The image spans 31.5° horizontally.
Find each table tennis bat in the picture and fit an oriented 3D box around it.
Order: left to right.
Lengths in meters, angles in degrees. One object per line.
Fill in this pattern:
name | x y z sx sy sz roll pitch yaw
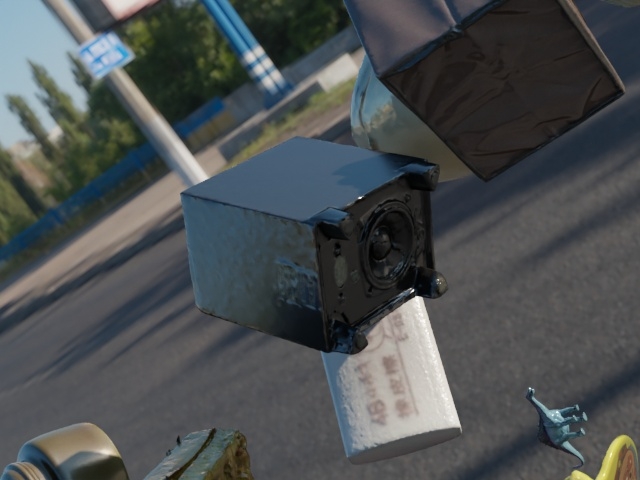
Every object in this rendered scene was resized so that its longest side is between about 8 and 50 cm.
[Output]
table tennis bat | 0.466 0.420 1.849 0.054 0.369 0.224 7 77 31

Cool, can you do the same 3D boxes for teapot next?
teapot | -0.380 0.375 1.632 0.175 0.185 0.268 -20 10 -38

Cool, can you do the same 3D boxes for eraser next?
eraser | 0.094 0.187 1.720 0.174 0.270 0.095 -17 -25 5

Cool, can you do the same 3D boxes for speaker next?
speaker | 0.000 0.000 1.411 0.254 0.184 0.232 14 31 38

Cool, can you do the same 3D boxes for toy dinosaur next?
toy dinosaur | 0.385 0.301 1.822 0.080 0.197 0.045 -18 33 28

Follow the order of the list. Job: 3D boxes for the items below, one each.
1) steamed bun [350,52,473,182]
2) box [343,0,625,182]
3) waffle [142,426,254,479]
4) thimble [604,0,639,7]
steamed bun | 0.216 -0.253 1.699 0.374 0.241 0.374 -57 -18 -29
box | 0.161 -0.202 1.117 0.188 0.252 0.153 -32 55 15
waffle | -0.130 0.407 1.345 0.098 0.327 0.224 -5 9 12
thimble | 0.353 -0.374 1.282 0.219 0.150 0.219 -27 45 30
